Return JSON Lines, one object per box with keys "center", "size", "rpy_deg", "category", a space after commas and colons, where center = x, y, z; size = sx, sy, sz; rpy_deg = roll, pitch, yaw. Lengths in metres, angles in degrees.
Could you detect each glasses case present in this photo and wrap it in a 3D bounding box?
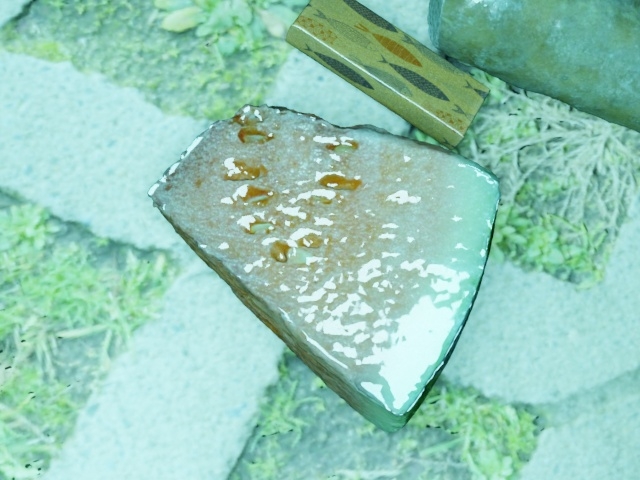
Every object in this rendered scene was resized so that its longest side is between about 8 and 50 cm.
{"center": [0.056, -0.145, 0.893], "size": [0.170, 0.041, 0.064], "rpy_deg": [33, 59, -1], "category": "glasses case"}

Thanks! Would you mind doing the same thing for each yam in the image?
{"center": [0.229, -0.172, 0.901], "size": [0.330, 0.133, 0.133], "rpy_deg": [23, 71, -11], "category": "yam"}

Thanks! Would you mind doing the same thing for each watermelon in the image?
{"center": [0.000, 0.000, 0.804], "size": [0.257, 0.140, 0.192], "rpy_deg": [29, 75, 7], "category": "watermelon"}
